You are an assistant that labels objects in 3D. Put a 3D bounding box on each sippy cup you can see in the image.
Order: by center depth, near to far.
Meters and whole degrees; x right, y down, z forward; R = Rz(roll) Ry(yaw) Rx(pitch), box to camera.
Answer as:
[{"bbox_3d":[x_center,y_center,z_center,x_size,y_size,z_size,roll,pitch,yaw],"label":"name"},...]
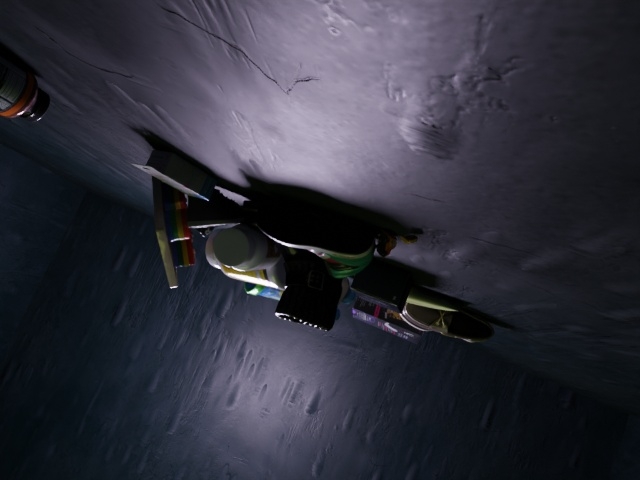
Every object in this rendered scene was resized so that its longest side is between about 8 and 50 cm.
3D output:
[{"bbox_3d":[-0.152,0.143,2.033,0.224,0.240,0.305,27,-166,-22],"label":"sippy cup"}]

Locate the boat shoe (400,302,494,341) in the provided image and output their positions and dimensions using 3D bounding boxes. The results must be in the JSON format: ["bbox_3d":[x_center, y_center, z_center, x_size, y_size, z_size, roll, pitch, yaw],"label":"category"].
[{"bbox_3d":[0.428,0.267,1.714,0.324,0.117,0.097,20,167,-8],"label":"boat shoe"}]

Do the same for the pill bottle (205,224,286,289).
[{"bbox_3d":[-0.217,0.046,1.673,0.333,0.188,0.188,9,165,36],"label":"pill bottle"}]

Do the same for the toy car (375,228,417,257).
[{"bbox_3d":[0.160,0.010,1.044,0.040,0.060,0.122,-8,-167,-26],"label":"toy car"}]

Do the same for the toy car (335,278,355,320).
[{"bbox_3d":[-0.011,0.200,2.201,0.238,0.210,0.219,32,170,46],"label":"toy car"}]

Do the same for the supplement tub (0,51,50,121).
[{"bbox_3d":[-0.625,-0.306,0.968,0.106,0.106,0.198,19,170,26],"label":"supplement tub"}]

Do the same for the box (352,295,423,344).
[{"bbox_3d":[0.271,0.262,1.908,0.270,0.143,0.165,21,162,13],"label":"box"}]

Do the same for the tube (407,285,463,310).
[{"bbox_3d":[0.340,0.187,1.646,0.240,0.070,0.062,16,139,25],"label":"tube"}]

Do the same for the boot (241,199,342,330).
[{"bbox_3d":[-0.079,0.066,1.296,0.347,0.260,0.131,25,171,-15],"label":"boot"}]

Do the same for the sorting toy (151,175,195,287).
[{"bbox_3d":[-0.431,-0.039,1.510,0.089,0.256,0.257,-8,139,-13],"label":"sorting toy"}]

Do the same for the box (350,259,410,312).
[{"bbox_3d":[0.192,0.140,1.550,0.153,0.108,0.207,21,170,15],"label":"box"}]

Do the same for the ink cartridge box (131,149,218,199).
[{"bbox_3d":[-0.359,-0.170,1.250,0.104,0.062,0.181,14,168,42],"label":"ink cartridge box"}]

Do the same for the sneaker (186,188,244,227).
[{"bbox_3d":[-0.258,-0.103,1.379,0.221,0.118,0.083,-6,-179,-2],"label":"sneaker"}]

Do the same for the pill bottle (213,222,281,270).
[{"bbox_3d":[-0.199,0.019,1.404,0.131,0.131,0.229,21,-176,14],"label":"pill bottle"}]

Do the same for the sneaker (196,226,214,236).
[{"bbox_3d":[-0.336,-0.058,1.667,0.216,0.121,0.079,20,172,22],"label":"sneaker"}]

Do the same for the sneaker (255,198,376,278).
[{"bbox_3d":[0.000,0.000,1.194,0.295,0.124,0.178,18,161,23],"label":"sneaker"}]
